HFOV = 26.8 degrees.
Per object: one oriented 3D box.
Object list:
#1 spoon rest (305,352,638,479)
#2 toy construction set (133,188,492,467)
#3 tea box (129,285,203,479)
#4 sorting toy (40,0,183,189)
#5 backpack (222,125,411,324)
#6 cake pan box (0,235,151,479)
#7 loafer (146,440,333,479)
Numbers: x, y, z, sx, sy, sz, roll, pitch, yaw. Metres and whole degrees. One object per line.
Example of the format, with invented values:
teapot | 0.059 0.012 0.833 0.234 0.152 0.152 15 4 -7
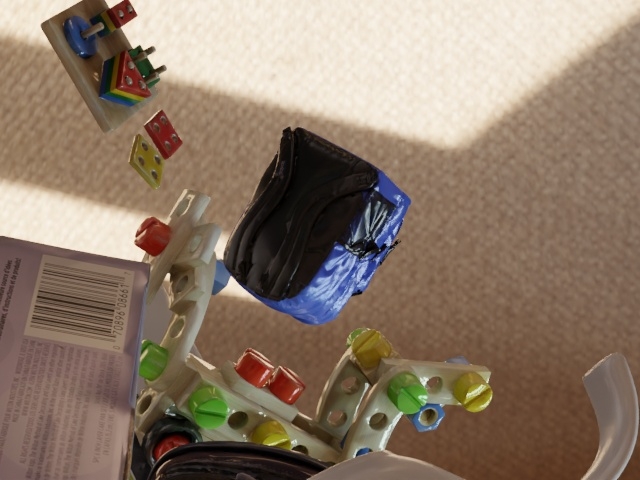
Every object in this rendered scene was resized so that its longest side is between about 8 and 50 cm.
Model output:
spoon rest | 0.084 0.158 0.836 0.276 0.084 0.137 -21 162 -17
toy construction set | -0.037 0.112 1.125 0.327 0.151 0.215 36 98 -14
tea box | -0.238 0.258 1.293 0.323 0.329 0.220 -20 145 -19
sorting toy | -0.218 -0.192 1.448 0.046 0.132 0.275 -23 105 25
backpack | 0.000 0.000 0.959 0.120 0.098 0.101 -57 138 -5
cake pan box | -0.196 0.082 0.506 0.245 0.267 0.070 11 127 -11
loafer | 0.012 0.233 0.956 0.302 0.095 0.109 23 106 -1
